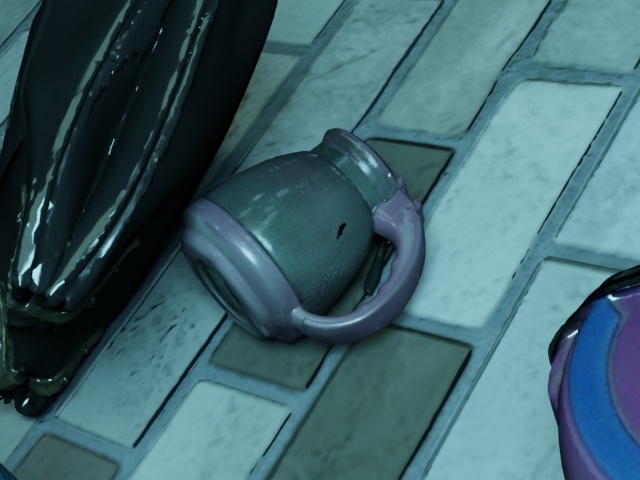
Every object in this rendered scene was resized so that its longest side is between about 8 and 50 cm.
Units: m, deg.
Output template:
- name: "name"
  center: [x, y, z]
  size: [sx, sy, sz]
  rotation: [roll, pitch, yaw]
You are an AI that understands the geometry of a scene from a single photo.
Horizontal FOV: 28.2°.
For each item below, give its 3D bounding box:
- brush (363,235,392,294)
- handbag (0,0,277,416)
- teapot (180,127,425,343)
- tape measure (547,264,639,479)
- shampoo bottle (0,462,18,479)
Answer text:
- name: "brush"
  center: [0.044, 0.004, 0.894]
  size: [0.024, 0.008, 0.083]
  rotation: [-4, 49, 30]
- name: "handbag"
  center: [-0.156, -0.041, 0.878]
  size: [0.152, 0.342, 0.288]
  rotation: [20, 61, -8]
- name: "teapot"
  center: [-0.006, -0.008, 0.854]
  size: [0.146, 0.116, 0.148]
  rotation: [-40, 26, -15]
- name: "tape measure"
  center: [0.236, 0.092, 0.600]
  size: [0.245, 0.149, 0.231]
  rotation: [-22, 39, 1]
- name: "shampoo bottle"
  center: [-0.264, 0.234, 0.609]
  size: [0.331, 0.342, 0.331]
  rotation: [-17, 44, 17]
